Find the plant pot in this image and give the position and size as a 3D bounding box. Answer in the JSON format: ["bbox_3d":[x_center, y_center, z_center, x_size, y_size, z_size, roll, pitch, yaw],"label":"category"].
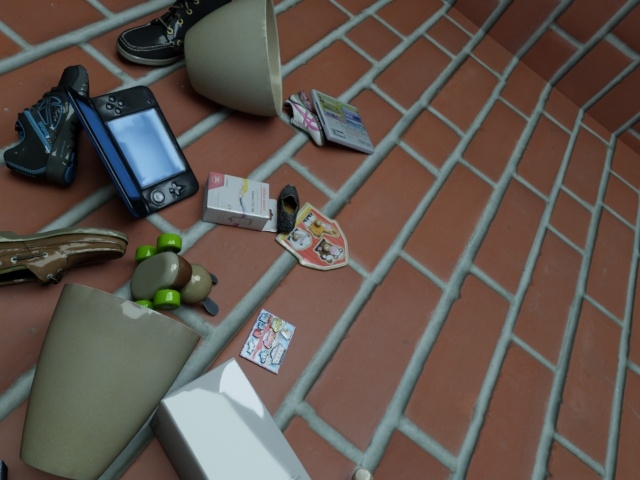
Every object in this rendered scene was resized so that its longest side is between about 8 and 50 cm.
[{"bbox_3d":[-0.383,0.250,0.835,0.256,0.256,0.274,24,67,-11],"label":"plant pot"}]

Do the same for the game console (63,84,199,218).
[{"bbox_3d":[-0.403,-0.212,1.085,0.250,0.173,0.293,-34,104,-39],"label":"game console"}]

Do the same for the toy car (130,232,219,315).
[{"bbox_3d":[-0.299,0.097,1.057,0.188,0.149,0.155,27,49,-47],"label":"toy car"}]

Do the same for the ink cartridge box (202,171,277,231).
[{"bbox_3d":[-0.196,-0.097,1.245,0.198,0.067,0.115,10,56,-22],"label":"ink cartridge box"}]

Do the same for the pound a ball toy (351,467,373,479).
[{"bbox_3d":[0.165,0.627,0.942,0.208,0.136,0.319,0,56,3],"label":"pound a ball toy"}]

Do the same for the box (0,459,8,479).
[{"bbox_3d":[-0.554,0.427,0.709,0.158,0.093,0.156,-3,61,-30],"label":"box"}]

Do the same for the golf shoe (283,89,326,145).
[{"bbox_3d":[-0.046,-0.371,1.512,0.086,0.067,0.186,-28,84,5],"label":"golf shoe"}]

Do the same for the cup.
[{"bbox_3d":[-0.243,-0.512,1.365,0.237,0.331,0.331,-2,57,2],"label":"cup"}]

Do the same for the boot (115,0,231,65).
[{"bbox_3d":[-0.390,-0.660,1.370,0.377,0.284,0.138,-28,75,-38],"label":"boot"}]

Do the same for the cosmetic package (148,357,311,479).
[{"bbox_3d":[-0.139,0.419,0.859,0.155,0.197,0.365,-28,73,-36],"label":"cosmetic package"}]

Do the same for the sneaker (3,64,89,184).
[{"bbox_3d":[-0.621,-0.290,1.119,0.139,0.125,0.341,8,56,-20],"label":"sneaker"}]

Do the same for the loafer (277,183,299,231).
[{"bbox_3d":[-0.080,-0.099,1.300,0.062,0.061,0.170,10,44,-13],"label":"loafer"}]

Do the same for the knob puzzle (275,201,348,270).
[{"bbox_3d":[0.000,0.000,1.307,0.213,0.030,0.213,13,54,-19],"label":"knob puzzle"}]

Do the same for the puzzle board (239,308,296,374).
[{"bbox_3d":[-0.117,0.229,1.111,0.096,0.011,0.128,29,52,-7],"label":"puzzle board"}]

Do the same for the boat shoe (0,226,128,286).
[{"bbox_3d":[-0.544,0.043,0.963,0.307,0.111,0.104,-5,66,-18],"label":"boat shoe"}]

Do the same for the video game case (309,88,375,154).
[{"bbox_3d":[0.072,-0.378,1.553,0.212,0.023,0.193,7,55,-44],"label":"video game case"}]
